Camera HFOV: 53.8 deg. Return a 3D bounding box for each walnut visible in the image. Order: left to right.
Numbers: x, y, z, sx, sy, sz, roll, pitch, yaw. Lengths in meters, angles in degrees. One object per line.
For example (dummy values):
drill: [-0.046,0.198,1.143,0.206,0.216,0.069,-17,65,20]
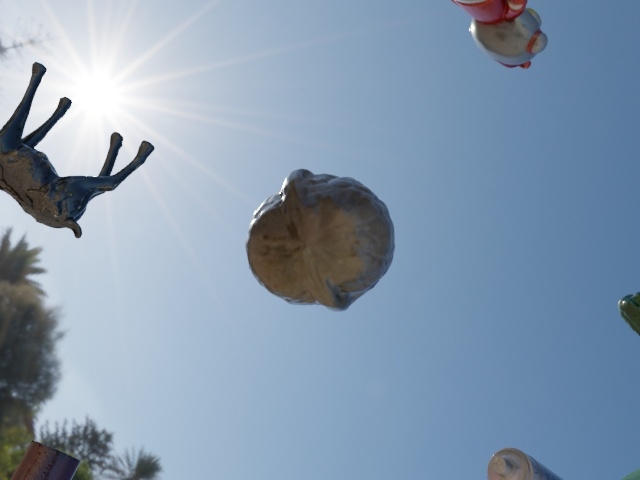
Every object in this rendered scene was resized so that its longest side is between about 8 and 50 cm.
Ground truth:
walnut: [0.000,0.002,1.046,0.248,0.248,0.248,27,-49,35]

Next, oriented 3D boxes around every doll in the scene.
doll: [0.321,-0.419,1.149,0.200,0.105,0.336,33,-3,46]

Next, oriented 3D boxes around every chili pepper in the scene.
chili pepper: [0.644,0.166,1.129,0.074,0.100,0.257,40,0,-43]

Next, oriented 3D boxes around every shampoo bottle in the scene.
shampoo bottle: [-0.534,0.498,1.117,0.064,0.260,0.102,-10,-40,46]
shampoo bottle: [0.396,0.464,1.204,0.092,0.092,0.303,10,-21,45]

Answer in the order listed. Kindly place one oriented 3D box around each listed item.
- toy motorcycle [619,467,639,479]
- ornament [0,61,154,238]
toy motorcycle: [0.323,0.265,0.524,0.196,0.331,0.125,-126,-144,-51]
ornament: [-0.144,-0.020,0.289,0.073,0.125,0.028,38,-29,-5]
